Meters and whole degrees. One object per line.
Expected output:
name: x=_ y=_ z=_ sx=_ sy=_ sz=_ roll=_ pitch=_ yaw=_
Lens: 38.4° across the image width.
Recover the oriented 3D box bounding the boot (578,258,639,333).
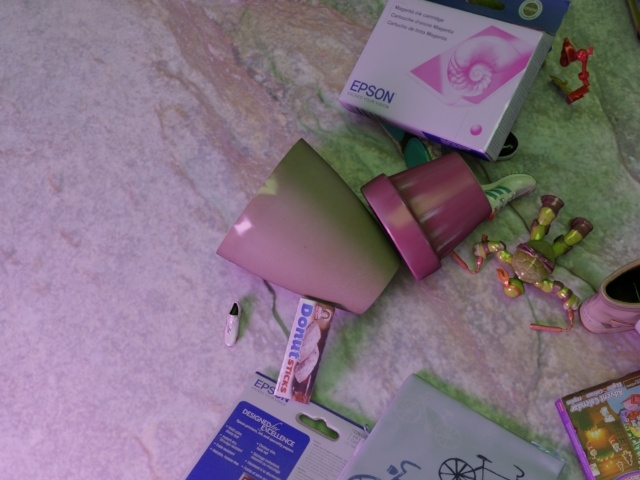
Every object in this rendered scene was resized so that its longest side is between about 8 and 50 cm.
boot: x=0.587 y=0.085 z=1.570 sx=0.261 sy=0.203 sz=0.095 roll=-9 pitch=70 yaw=2

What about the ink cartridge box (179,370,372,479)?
ink cartridge box: x=-0.059 y=0.413 z=1.546 sx=0.303 sy=0.072 sz=0.307 roll=26 pitch=49 yaw=13

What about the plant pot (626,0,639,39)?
plant pot: x=0.707 y=-0.514 z=1.779 sx=0.207 sy=0.227 sz=0.228 roll=-12 pitch=70 yaw=6

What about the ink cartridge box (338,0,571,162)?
ink cartridge box: x=0.240 y=-0.345 z=1.688 sx=0.324 sy=0.071 sz=0.330 roll=24 pitch=87 yaw=31

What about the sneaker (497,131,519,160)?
sneaker: x=0.278 y=-0.231 z=1.749 sx=0.216 sy=0.121 sz=0.079 roll=28 pitch=77 yaw=14

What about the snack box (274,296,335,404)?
snack box: x=-0.027 y=0.192 z=1.605 sx=0.064 sy=0.022 sz=0.178 roll=16 pitch=94 yaw=5

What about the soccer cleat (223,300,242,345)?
soccer cleat: x=-0.161 y=0.151 z=1.682 sx=0.029 sy=0.036 sz=0.083 roll=9 pitch=71 yaw=7

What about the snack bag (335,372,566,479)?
snack bag: x=0.200 y=0.411 z=1.524 sx=0.323 sy=0.037 sz=0.343 roll=29 pitch=54 yaw=14

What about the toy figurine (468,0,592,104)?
toy figurine: x=0.326 y=-0.380 z=1.767 sx=0.217 sy=0.191 sz=0.363 roll=-31 pitch=70 yaw=-6

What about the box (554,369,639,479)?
box: x=0.577 y=0.318 z=1.565 sx=0.293 sy=0.057 sz=0.201 roll=-19 pitch=71 yaw=-4

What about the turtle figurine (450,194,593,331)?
turtle figurine: x=0.380 y=0.021 z=1.669 sx=0.269 sy=0.087 sz=0.217 roll=34 pitch=75 yaw=15

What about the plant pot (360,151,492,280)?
plant pot: x=0.196 y=-0.056 z=1.635 sx=0.180 sy=0.201 sz=0.201 roll=-31 pitch=71 yaw=3

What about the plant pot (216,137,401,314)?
plant pot: x=0.000 y=0.000 z=1.637 sx=0.274 sy=0.256 sz=0.257 roll=36 pitch=75 yaw=-2

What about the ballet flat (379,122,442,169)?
ballet flat: x=0.186 y=-0.194 z=1.766 sx=0.077 sy=0.091 sz=0.241 roll=-20 pitch=72 yaw=-28

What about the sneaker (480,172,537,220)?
sneaker: x=0.328 y=-0.072 z=1.715 sx=0.161 sy=0.057 sz=0.075 roll=-12 pitch=54 yaw=4

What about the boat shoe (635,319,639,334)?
boat shoe: x=0.668 y=0.146 z=1.524 sx=0.340 sy=0.127 sz=0.113 roll=-1 pitch=49 yaw=-39
